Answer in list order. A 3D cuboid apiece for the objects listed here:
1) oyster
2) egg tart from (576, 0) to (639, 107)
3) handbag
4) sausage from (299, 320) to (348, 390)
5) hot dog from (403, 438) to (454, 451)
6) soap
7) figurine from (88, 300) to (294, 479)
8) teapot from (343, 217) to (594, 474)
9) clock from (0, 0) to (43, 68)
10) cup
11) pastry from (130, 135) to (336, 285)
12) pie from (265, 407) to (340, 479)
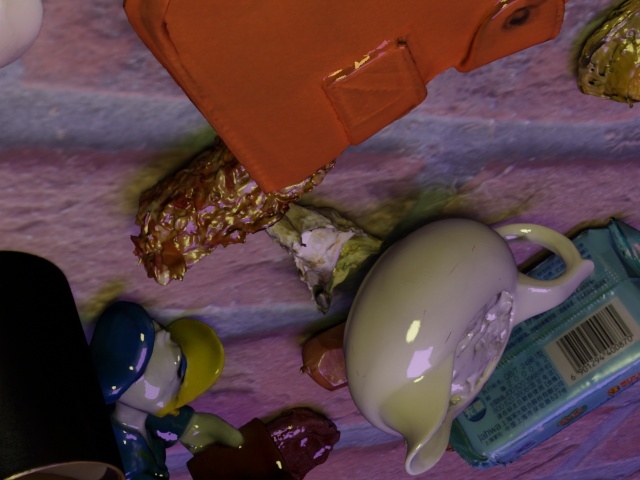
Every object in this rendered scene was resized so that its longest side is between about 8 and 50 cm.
[{"bbox_3d":[0.003,0.003,1.132,0.106,0.061,0.200,-44,157,-18],"label":"oyster"},{"bbox_3d":[0.272,-0.154,1.098,0.130,0.052,0.130,-24,150,-15],"label":"egg tart"},{"bbox_3d":[0.085,-0.211,0.785,0.410,0.116,0.303,-30,150,4],"label":"handbag"},{"bbox_3d":[0.054,0.101,1.297,0.169,0.065,0.065,-21,150,-12],"label":"sausage"},{"bbox_3d":[0.207,0.185,1.547,0.268,0.075,0.144,-6,144,-31],"label":"hot dog"},{"bbox_3d":[0.236,0.111,1.374,0.293,0.156,0.077,-36,158,15],"label":"soap"},{"bbox_3d":[-0.156,0.193,1.149,0.283,0.204,0.338,5,130,-7],"label":"figurine"},{"bbox_3d":[0.117,0.075,1.185,0.298,0.139,0.204,-48,147,-28],"label":"teapot"},{"bbox_3d":[-0.320,-0.132,0.516,0.342,0.184,0.326,-39,145,9],"label":"clock"},{"bbox_3d":[-0.236,0.146,1.011,0.166,0.177,0.239,-22,150,-12],"label":"cup"},{"bbox_3d":[-0.072,-0.038,0.962,0.169,0.087,0.063,-32,117,6],"label":"pastry"},{"bbox_3d":[-0.049,0.235,1.449,0.153,0.038,0.153,-23,150,-15],"label":"pie"}]
